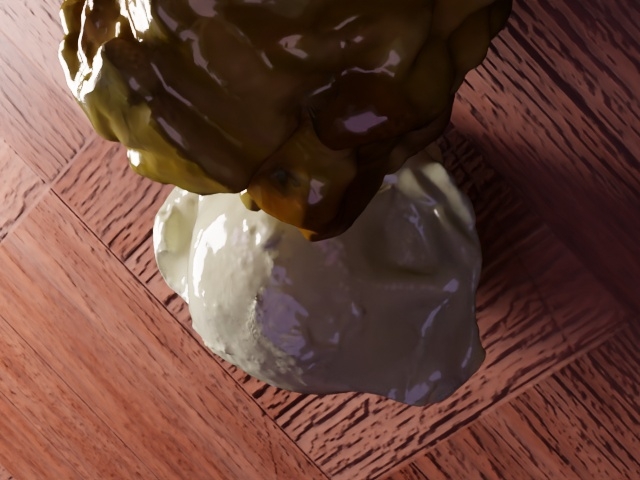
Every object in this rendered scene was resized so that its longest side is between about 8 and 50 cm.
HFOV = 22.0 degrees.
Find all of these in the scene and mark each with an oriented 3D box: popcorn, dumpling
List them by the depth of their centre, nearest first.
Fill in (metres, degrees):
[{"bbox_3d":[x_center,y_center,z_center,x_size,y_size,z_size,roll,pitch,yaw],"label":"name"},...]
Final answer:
[{"bbox_3d":[-0.029,-0.163,0.890,0.265,0.225,0.332,-15,92,52],"label":"popcorn"},{"bbox_3d":[0.000,0.000,1.056,0.258,0.147,0.193,17,99,32],"label":"dumpling"}]
